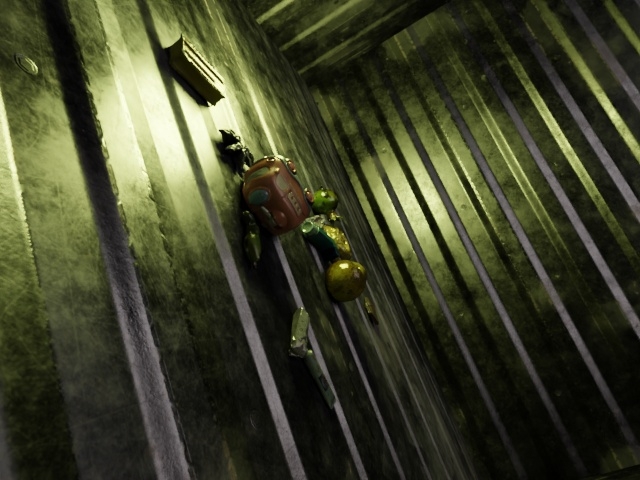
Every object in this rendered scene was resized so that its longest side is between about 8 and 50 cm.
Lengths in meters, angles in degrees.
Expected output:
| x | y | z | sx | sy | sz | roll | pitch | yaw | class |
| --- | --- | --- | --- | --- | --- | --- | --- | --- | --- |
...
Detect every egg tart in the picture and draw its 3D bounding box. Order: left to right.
| x | y | z | sx | sy | sz | roll | pitch | yaw | class |
| --- | --- | --- | --- | --- | --- | --- | --- | --- | --- |
| 0.098 | 0.024 | 2.251 | 0.279 | 0.094 | 0.279 | 54 | 20 | -30 | egg tart |

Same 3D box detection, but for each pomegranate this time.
| x | y | z | sx | sy | sz | roll | pitch | yaw | class |
| --- | --- | --- | --- | --- | --- | --- | --- | --- | --- |
| 0.046 | -0.189 | 2.268 | 0.220 | 0.156 | 0.156 | 43 | 9 | 18 | pomegranate |

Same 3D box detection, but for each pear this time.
| x | y | z | sx | sy | sz | roll | pitch | yaw | class |
| --- | --- | --- | --- | --- | --- | --- | --- | --- | --- |
| 0.123 | 0.181 | 1.915 | 0.197 | 0.197 | 0.197 | 55 | 18 | -28 | pear |

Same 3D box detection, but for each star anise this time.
| x | y | z | sx | sy | sz | roll | pitch | yaw | class |
| --- | --- | --- | --- | --- | --- | --- | --- | --- | --- |
| -0.310 | -0.342 | 1.570 | 0.205 | 0.061 | 0.181 | 55 | 18 | -29 | star anise |

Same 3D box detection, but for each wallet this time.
| x | y | z | sx | sy | sz | roll | pitch | yaw | class |
| --- | --- | --- | --- | --- | --- | --- | --- | --- | --- |
| 0.289 | 0.399 | 2.375 | 0.118 | 0.038 | 0.153 | 58 | 13 | -26 | wallet |

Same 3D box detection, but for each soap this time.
| x | y | z | sx | sy | sz | roll | pitch | yaw | class |
| --- | --- | --- | --- | --- | --- | --- | --- | --- | --- |
| -0.451 | -0.619 | 1.530 | 0.233 | 0.076 | 0.135 | 43 | 26 | -49 | soap |

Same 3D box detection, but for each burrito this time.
| x | y | z | sx | sy | sz | roll | pitch | yaw | class |
| --- | --- | --- | --- | --- | --- | --- | --- | --- | --- |
| -0.068 | 0.295 | 1.354 | 0.064 | 0.064 | 0.203 | 56 | 19 | -26 | burrito |

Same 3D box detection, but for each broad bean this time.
| x | y | z | sx | sy | sz | roll | pitch | yaw | class |
| --- | --- | --- | --- | --- | --- | --- | --- | --- | --- |
| -0.221 | -0.003 | 1.347 | 0.070 | 0.048 | 0.214 | 43 | 26 | -53 | broad bean |

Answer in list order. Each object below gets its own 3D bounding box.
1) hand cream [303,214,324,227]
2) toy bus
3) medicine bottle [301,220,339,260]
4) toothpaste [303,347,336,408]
| x | y | z | sx | sy | sz | roll | pitch | yaw | class |
| --- | --- | --- | --- | --- | --- | --- | --- | --- | --- |
| -0.027 | -0.088 | 2.116 | 0.084 | 0.050 | 0.257 | 67 | 19 | -1 | hand cream |
| -0.170 | -0.153 | 1.532 | 0.288 | 0.193 | 0.232 | 58 | 29 | -22 | toy bus |
| 0.000 | 0.000 | 1.997 | 0.258 | 0.079 | 0.124 | 43 | 29 | -52 | medicine bottle |
| -0.006 | 0.444 | 1.364 | 0.234 | 0.037 | 0.060 | 64 | 19 | -10 | toothpaste |
